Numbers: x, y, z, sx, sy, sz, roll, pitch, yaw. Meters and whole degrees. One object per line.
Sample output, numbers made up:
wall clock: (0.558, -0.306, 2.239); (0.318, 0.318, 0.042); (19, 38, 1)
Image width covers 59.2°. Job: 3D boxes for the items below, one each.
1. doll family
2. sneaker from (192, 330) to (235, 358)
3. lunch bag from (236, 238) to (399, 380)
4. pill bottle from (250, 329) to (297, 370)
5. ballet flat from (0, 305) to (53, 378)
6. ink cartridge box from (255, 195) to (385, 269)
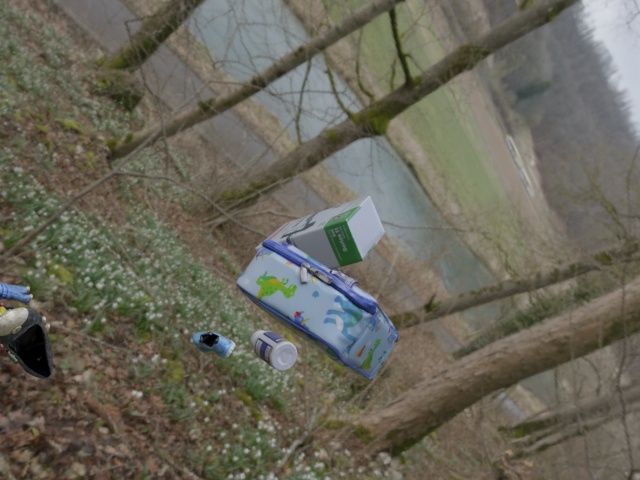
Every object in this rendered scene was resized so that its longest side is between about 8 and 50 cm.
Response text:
doll family: (-0.557, 0.133, 1.000); (0.193, 0.076, 0.111); (39, 8, 32)
sneaker: (-0.295, 0.262, 1.499); (0.073, 0.162, 0.063); (48, 60, -33)
lunch bag: (0.000, 0.089, 0.722); (0.176, 0.090, 0.219); (29, -11, 29)
pill bottle: (-0.109, 0.243, 1.267); (0.120, 0.067, 0.067); (17, -32, 55)
ballet flat: (-0.380, 0.133, 0.738); (0.049, 0.057, 0.173); (48, -26, 17)
ink cartridge box: (0.000, 0.000, 1.095); (0.086, 0.209, 0.153); (66, 28, -13)
